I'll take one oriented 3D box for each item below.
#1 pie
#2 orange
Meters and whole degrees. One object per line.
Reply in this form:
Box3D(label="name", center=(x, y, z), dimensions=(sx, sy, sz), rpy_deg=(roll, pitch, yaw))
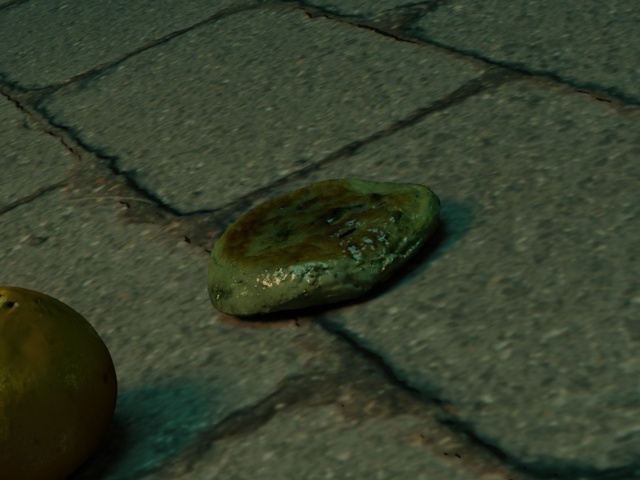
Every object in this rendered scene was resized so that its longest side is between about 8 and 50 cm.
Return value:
Box3D(label="pie", center=(0.000, 0.000, 1.255), dimensions=(0.187, 0.041, 0.187), rpy_deg=(-18, 21, 7))
Box3D(label="orange", center=(-0.209, 0.097, 1.096), dimensions=(0.154, 0.134, 0.155), rpy_deg=(-12, 20, 4))
